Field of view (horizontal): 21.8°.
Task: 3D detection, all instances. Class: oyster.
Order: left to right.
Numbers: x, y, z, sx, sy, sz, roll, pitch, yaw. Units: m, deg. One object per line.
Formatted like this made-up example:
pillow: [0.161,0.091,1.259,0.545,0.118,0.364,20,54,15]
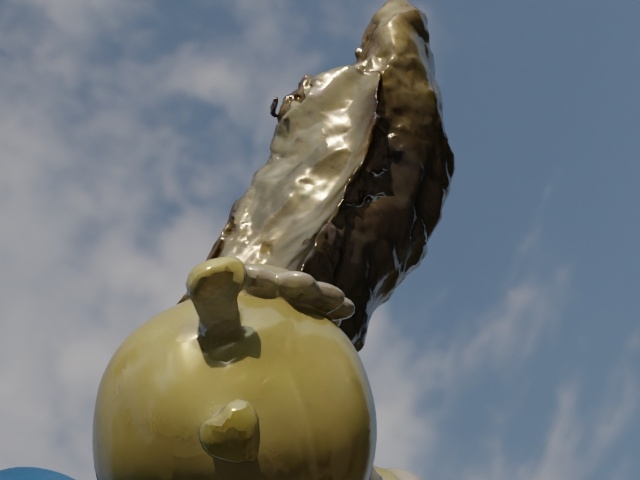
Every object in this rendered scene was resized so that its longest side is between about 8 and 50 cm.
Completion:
oyster: [0.003,-0.001,1.086,0.341,0.110,0.166,-51,-38,-34]

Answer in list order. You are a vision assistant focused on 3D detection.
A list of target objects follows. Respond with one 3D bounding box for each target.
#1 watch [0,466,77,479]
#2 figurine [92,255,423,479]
watch: [-0.241,0.342,1.305,0.241,0.274,0.305,-24,-33,-60]
figurine: [-0.053,0.146,0.750,0.394,0.275,0.226,91,174,-58]
